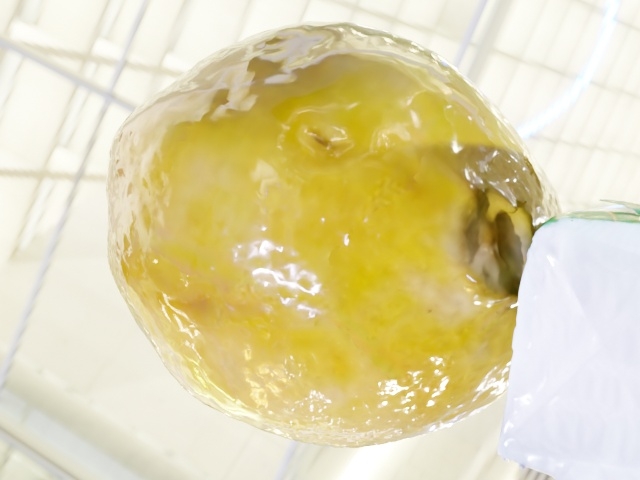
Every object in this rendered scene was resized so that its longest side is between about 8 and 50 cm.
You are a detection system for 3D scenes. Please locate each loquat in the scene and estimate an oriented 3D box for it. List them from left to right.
[{"bbox_3d":[0.000,0.000,0.635,0.176,0.234,0.187,-43,-58,-29],"label":"loquat"}]

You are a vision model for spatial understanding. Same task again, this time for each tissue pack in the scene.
[{"bbox_3d":[0.190,0.019,0.572,0.209,0.148,0.156,1,-81,-55],"label":"tissue pack"}]
